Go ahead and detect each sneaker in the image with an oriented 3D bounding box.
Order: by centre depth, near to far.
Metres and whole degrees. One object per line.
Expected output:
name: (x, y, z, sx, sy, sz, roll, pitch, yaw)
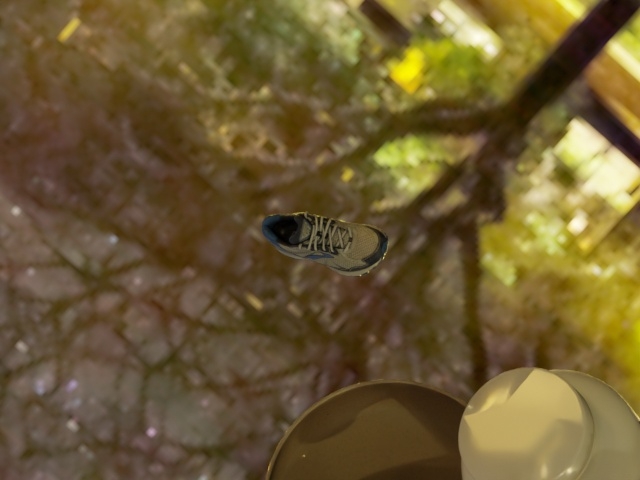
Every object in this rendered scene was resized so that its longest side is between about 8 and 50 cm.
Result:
sneaker: (0.000, 0.000, 1.577, 0.135, 0.052, 0.058, 6, 167, 35)

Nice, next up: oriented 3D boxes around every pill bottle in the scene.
pill bottle: (0.254, 0.242, 1.644, 0.181, 0.181, 0.323, 47, -178, 39)

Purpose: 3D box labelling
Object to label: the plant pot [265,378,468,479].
plant pot: (0.075, 0.320, 1.880, 0.284, 0.284, 0.191, 44, 162, 14)
